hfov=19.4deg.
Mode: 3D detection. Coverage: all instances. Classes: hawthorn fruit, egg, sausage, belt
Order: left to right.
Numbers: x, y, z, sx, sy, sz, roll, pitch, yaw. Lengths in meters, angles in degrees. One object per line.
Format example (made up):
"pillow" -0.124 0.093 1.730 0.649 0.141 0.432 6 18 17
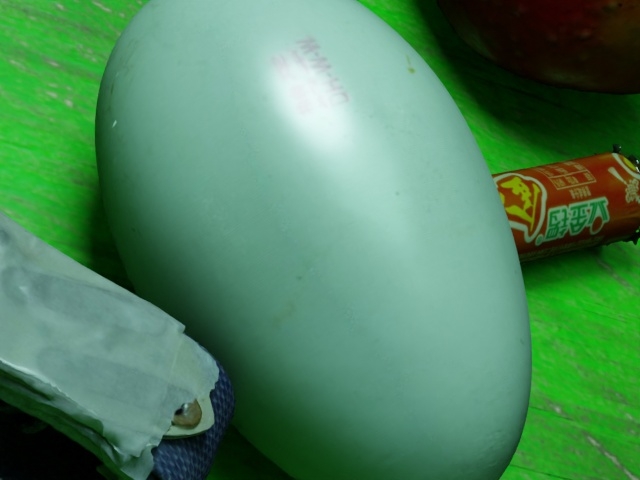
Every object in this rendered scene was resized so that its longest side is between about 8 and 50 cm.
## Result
"belt" -0.160 0.070 1.045 0.230 0.139 0.126 32 46 -9
"egg" 0.000 0.000 1.151 0.230 0.230 0.371 -20 75 -43
"sausage" 0.134 -0.013 1.373 0.264 0.083 0.083 -12 66 -40
"hawthorn fruit" 0.201 -0.254 1.447 0.369 0.285 0.285 -3 60 -41
